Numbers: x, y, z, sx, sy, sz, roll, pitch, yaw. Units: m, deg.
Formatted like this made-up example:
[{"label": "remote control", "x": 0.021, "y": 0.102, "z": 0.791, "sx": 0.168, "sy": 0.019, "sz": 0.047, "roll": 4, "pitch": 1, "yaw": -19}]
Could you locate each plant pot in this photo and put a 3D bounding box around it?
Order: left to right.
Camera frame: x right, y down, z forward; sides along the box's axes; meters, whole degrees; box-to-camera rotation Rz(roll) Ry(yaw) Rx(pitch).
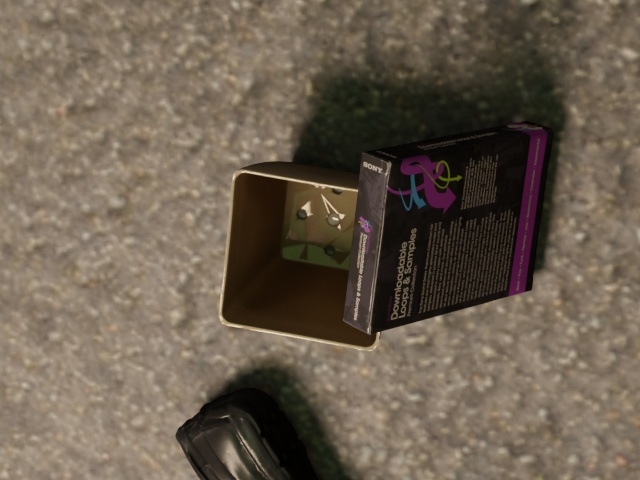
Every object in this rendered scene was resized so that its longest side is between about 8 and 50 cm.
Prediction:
[{"label": "plant pot", "x": 0.000, "y": 0.000, "z": 1.276, "sx": 0.109, "sy": 0.096, "sz": 0.109, "roll": 10, "pitch": 108, "yaw": 9}]

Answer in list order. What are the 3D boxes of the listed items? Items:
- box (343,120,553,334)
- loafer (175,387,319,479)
[{"label": "box", "x": 0.084, "y": -0.011, "z": 1.227, "sx": 0.029, "sy": 0.162, "sz": 0.116, "roll": 23, "pitch": 114, "yaw": 40}, {"label": "loafer", "x": -0.024, "y": 0.212, "z": 1.364, "sx": 0.078, "sy": 0.076, "sz": 0.223, "roll": -29, "pitch": 95, "yaw": 24}]
